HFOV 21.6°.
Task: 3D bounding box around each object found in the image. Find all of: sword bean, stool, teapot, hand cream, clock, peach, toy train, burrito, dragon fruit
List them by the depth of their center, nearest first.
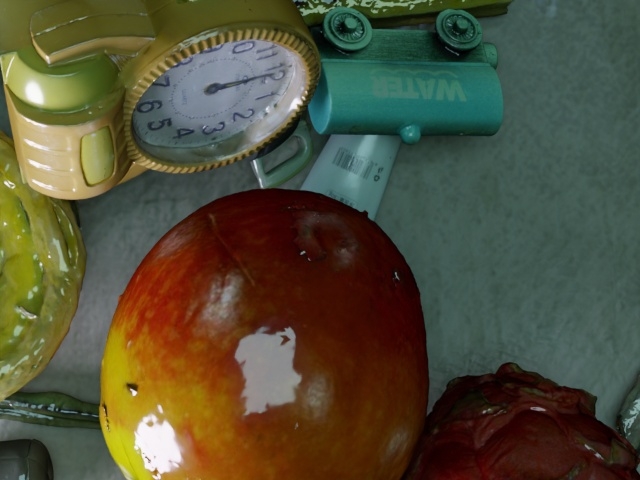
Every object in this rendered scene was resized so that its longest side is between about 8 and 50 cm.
[{"bbox_3d":[-0.166,-0.178,1.701,0.317,0.244,0.200,-15,62,-11],"label":"clock"},{"bbox_3d":[-0.047,0.128,1.707,0.370,0.370,0.370,0,85,-6],"label":"peach"},{"bbox_3d":[0.216,0.295,1.760,0.277,0.277,0.342,-9,60,-6],"label":"dragon fruit"},{"bbox_3d":[-0.344,0.261,1.800,0.110,0.096,0.096,-1,85,0],"label":"stool"},{"bbox_3d":[-0.289,0.182,1.839,0.269,0.038,0.043,7,110,-5],"label":"sword bean"},{"bbox_3d":[0.086,-0.174,1.840,0.248,0.101,0.159,0,61,-19],"label":"toy train"},{"bbox_3d":[-0.060,-0.134,1.875,0.091,0.124,0.092,-25,46,-23],"label":"teapot"},{"bbox_3d":[0.000,0.000,1.877,0.109,0.067,0.320,25,88,-2],"label":"hand cream"},{"bbox_3d":[0.370,0.182,1.901,0.055,0.041,0.149,31,83,-16],"label":"burrito"}]

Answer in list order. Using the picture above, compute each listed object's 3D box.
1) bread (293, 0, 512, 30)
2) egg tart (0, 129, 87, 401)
[{"bbox_3d":[0.030,-0.306,1.889,0.361,0.077,0.138,-8,85,-6],"label":"bread"},{"bbox_3d":[-0.414,0.028,1.782,0.345,0.132,0.345,1,77,-3],"label":"egg tart"}]
